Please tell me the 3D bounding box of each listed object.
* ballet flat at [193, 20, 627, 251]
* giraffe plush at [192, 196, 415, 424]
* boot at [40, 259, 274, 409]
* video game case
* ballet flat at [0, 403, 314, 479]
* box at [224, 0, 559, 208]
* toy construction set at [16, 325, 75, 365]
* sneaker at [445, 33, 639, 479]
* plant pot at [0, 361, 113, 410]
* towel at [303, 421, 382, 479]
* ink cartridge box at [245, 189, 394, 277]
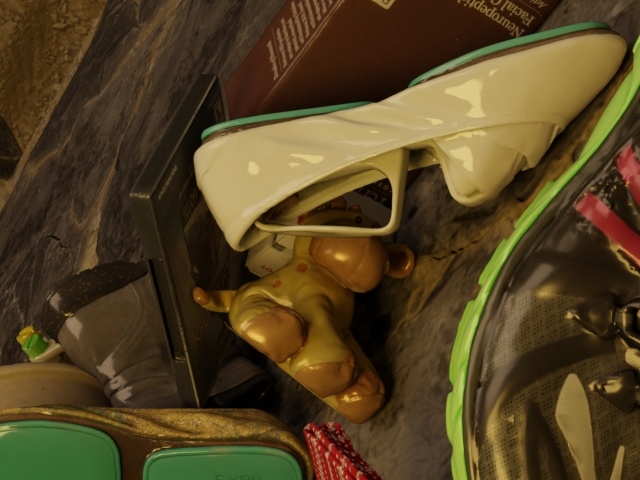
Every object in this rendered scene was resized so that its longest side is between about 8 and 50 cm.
[{"bbox_3d":[0.082,-0.076,1.197,0.400,0.139,0.139,-14,43,15],"label":"ballet flat"},{"bbox_3d":[0.005,0.046,1.287,0.170,0.181,0.210,-52,38,-6],"label":"giraffe plush"},{"bbox_3d":[-0.119,0.094,1.519,0.223,0.338,0.118,44,148,27],"label":"boot"},{"bbox_3d":[-0.118,0.005,1.333,0.196,0.026,0.274,-69,-23,-47],"label":"video game case"},{"bbox_3d":[-0.181,0.208,1.307,0.123,0.348,0.123,-177,90,-86],"label":"ballet flat"},{"bbox_3d":[0.084,-0.224,1.370,0.381,0.191,0.143,-51,26,26],"label":"box"},{"bbox_3d":[-0.300,0.194,1.767,0.215,0.151,0.328,-29,41,12],"label":"toy construction set"},{"bbox_3d":[0.232,0.017,0.817,0.483,0.185,0.202,-66,25,1],"label":"sneaker"},{"bbox_3d":[-0.283,0.348,1.409,0.334,0.334,0.305,-57,35,13],"label":"plant pot"},{"bbox_3d":[0.063,0.255,0.958,0.275,0.031,0.199,-148,42,-67],"label":"towel"},{"bbox_3d":[0.000,0.000,1.416,0.135,0.099,0.056,-36,34,45],"label":"ink cartridge box"}]
